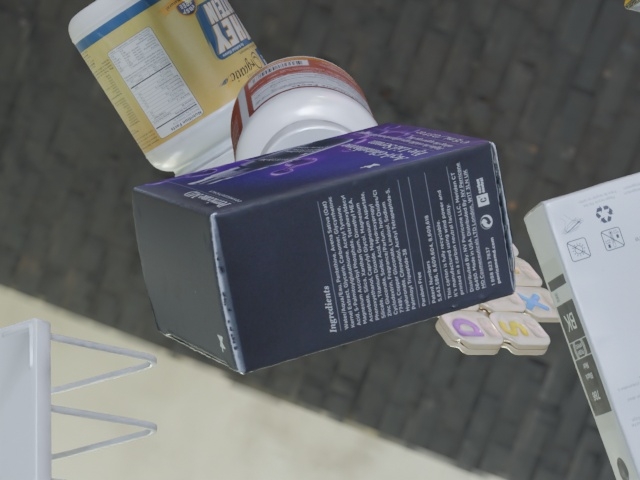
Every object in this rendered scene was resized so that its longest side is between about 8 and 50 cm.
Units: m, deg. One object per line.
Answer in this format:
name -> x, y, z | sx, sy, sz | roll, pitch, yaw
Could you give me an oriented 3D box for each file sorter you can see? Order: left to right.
file sorter -> -0.256, 0.237, 1.735 | 0.173, 0.193, 0.277 | 18, -117, -46

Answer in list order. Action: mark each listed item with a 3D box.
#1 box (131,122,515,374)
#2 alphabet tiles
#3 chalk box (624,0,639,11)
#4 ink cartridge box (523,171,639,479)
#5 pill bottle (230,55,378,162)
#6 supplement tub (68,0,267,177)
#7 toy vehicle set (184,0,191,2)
box -> 0.000, 0.000, 1.286 | 0.153, 0.207, 0.108 | 17, 119, 63
alphabet tiles -> 0.142, 0.030, 2.196 | 0.284, 0.278, 0.021 | 56, 131, 41
chalk box -> 0.423, -0.281, 1.886 | 0.132, 0.213, 0.132 | 133, 148, -64
ink cartridge box -> 0.295, 0.107, 1.538 | 0.065, 0.165, 0.332 | 128, 125, -74
pill bottle -> -0.010, -0.071, 1.555 | 0.216, 0.121, 0.121 | -104, 32, -73
supplement tub -> -0.128, -0.155, 1.817 | 0.144, 0.199, 0.144 | -32, 6, 4
toy vehicle set -> -0.119, -0.316, 1.702 | 0.166, 0.035, 0.267 | -60, 25, 9
